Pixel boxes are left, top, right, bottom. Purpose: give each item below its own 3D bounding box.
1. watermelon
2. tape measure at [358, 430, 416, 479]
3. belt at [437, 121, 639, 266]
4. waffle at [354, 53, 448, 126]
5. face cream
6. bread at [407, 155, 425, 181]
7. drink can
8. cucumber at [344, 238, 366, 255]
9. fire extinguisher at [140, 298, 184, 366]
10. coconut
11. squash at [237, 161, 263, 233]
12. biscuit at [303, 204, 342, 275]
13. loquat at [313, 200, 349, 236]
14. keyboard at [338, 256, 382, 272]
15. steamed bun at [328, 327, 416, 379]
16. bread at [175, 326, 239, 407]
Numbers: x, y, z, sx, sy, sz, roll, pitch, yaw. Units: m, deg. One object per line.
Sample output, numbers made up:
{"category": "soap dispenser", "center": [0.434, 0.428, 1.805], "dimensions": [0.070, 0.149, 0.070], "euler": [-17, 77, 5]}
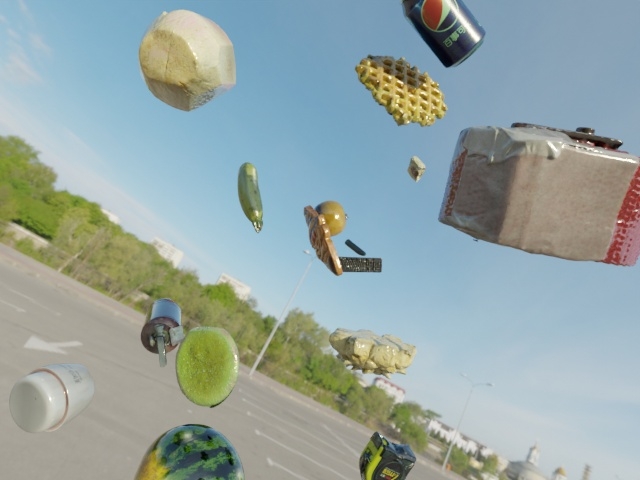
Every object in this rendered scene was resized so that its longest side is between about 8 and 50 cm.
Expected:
{"category": "watermelon", "center": [-0.294, 0.554, 0.917], "dimensions": [0.269, 0.269, 0.269], "euler": [26, -17, 8]}
{"category": "tape measure", "center": [0.222, 0.797, 1.474], "dimensions": [0.199, 0.186, 0.112], "euler": [33, -1, -19]}
{"category": "belt", "center": [0.226, -0.054, 0.412], "dimensions": [0.201, 0.124, 0.128], "euler": [10, 12, -2]}
{"category": "waffle", "center": [0.215, -0.396, 1.076], "dimensions": [0.245, 0.254, 0.052], "euler": [57, -37, 13]}
{"category": "face cream", "center": [-0.495, 0.288, 0.764], "dimensions": [0.117, 0.117, 0.104], "euler": [23, 6, 17]}
{"category": "bread", "center": [0.367, -0.276, 1.588], "dimensions": [0.070, 0.035, 0.083], "euler": [60, -20, 27]}
{"category": "drink can", "center": [0.287, -0.519, 0.975], "dimensions": [0.205, 0.118, 0.118], "euler": [44, -20, -12]}
{"category": "cucumber", "center": [0.163, 0.038, 1.893], "dimensions": [0.133, 0.032, 0.032], "euler": [39, -6, 41]}
{"category": "fire extinguisher", "center": [-0.394, 0.223, 1.034], "dimensions": [0.105, 0.104, 0.269], "euler": [34, -7, -19]}
{"category": "coconut", "center": [-0.317, -0.427, 0.992], "dimensions": [0.197, 0.237, 0.237], "euler": [56, -24, -13]}
{"category": "squash", "center": [-0.289, -0.182, 1.677], "dimensions": [0.095, 0.340, 0.094], "euler": [-10, -25, -5]}
{"category": "biscuit", "center": [0.000, 0.000, 1.296], "dimensions": [0.183, 0.043, 0.280], "euler": [94, -23, -55]}
{"category": "loquat", "center": [0.034, -0.087, 1.643], "dimensions": [0.163, 0.163, 0.137], "euler": [12, -55, 42]}
{"category": "keyboard", "center": [0.139, 0.091, 1.566], "dimensions": [0.196, 0.060, 0.018], "euler": [1, -7, -6]}
{"category": "steamed bun", "center": [0.161, 0.380, 1.378], "dimensions": [0.292, 0.137, 0.295], "euler": [12, -1, 25]}
{"category": "bread", "center": [-0.424, 0.459, 1.506], "dimensions": [0.301, 0.301, 0.045], "euler": [18, -1, 29]}
